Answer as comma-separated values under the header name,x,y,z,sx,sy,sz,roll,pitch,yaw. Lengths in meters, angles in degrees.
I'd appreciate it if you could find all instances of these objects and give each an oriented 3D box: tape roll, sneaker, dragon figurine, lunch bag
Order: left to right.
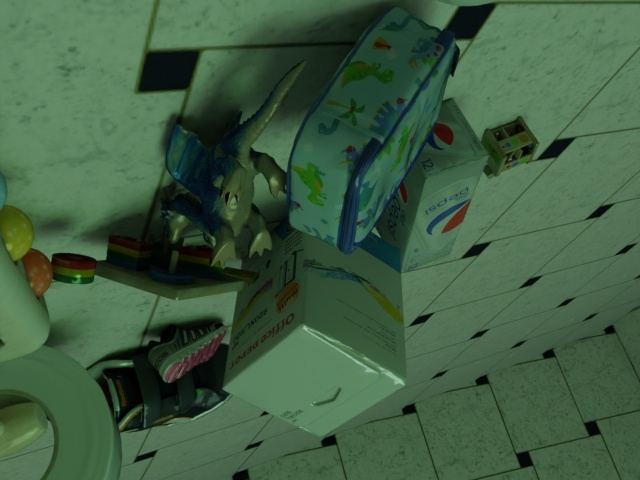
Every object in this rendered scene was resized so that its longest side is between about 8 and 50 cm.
name,x,y,z,sx,sy,sz,roll,pitch,yaw
tape roll,-0.403,0.277,0.937,0.286,0.286,0.100,-18,156,-17
sneaker,-0.274,0.245,1.197,0.320,0.126,0.127,-18,161,-13
sneaker,-0.215,0.161,1.174,0.170,0.074,0.063,-30,152,-57
dragon figurine,-0.102,-0.075,0.745,0.085,0.144,0.289,-18,142,-33
lunch bag,0.051,-0.105,0.728,0.219,0.090,0.176,-57,168,-27

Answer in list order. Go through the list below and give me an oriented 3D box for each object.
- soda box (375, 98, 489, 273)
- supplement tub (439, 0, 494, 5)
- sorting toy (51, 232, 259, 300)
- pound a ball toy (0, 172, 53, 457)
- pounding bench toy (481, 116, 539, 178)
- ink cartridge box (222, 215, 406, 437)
name,x,y,z,sx,sy,sz,roll,pitch,yaw
soda box,0.144,-0.062,1.017,0.091,0.098,0.286,-21,155,-11
supplement tub,0.089,-0.263,0.487,0.144,0.144,0.199,-31,156,11
sorting toy,-0.170,0.025,0.858,0.274,0.132,0.046,-3,105,-63
pound a ball toy,-0.311,0.052,0.659,0.135,0.208,0.319,-19,155,-14
pounding bench toy,0.271,-0.128,1.063,0.065,0.052,0.083,-22,156,-11
ink cartridge box,-0.005,0.100,0.972,0.168,0.233,0.171,31,127,-24
